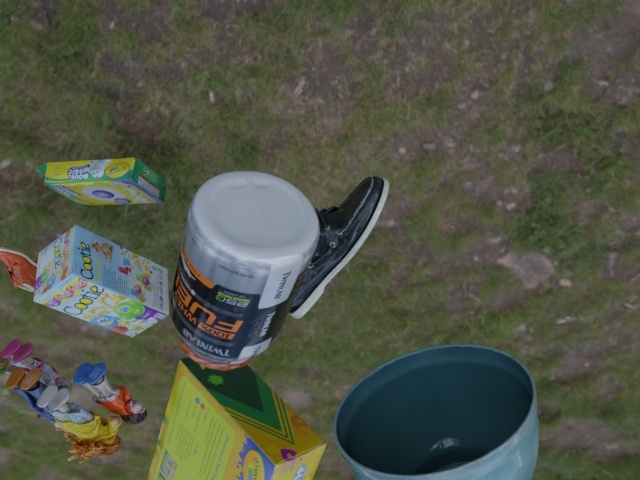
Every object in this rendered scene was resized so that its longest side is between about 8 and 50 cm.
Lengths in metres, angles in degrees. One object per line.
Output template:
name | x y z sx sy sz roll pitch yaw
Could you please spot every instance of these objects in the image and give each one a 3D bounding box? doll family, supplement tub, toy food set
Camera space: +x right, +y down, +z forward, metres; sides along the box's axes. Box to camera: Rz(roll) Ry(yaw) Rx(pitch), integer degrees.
doll family | -0.383 0.255 0.997 0.263 0.118 0.163 9 143 31
supplement tub | -0.131 0.060 1.045 0.194 0.193 0.316 10 136 -12
toy food set | -0.860 0.308 1.680 0.192 0.132 0.038 20 95 -9

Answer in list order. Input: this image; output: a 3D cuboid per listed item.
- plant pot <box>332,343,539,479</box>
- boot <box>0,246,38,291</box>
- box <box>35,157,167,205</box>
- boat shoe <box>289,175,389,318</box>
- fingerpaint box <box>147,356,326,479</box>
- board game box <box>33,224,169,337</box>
plant pot | 0.187 0.315 0.974 0.293 0.293 0.196 -14 110 15
boot | -0.777 0.073 1.692 0.059 0.084 0.158 2 154 31
box | -0.350 -0.091 1.052 0.179 0.043 0.105 1 164 17
boat shoe | 0.000 -0.002 1.289 0.113 0.127 0.340 30 116 -15
fingerpaint box | -0.219 0.545 1.572 0.163 0.371 0.444 -8 125 -46
board game box | -0.514 0.104 1.577 0.142 0.144 0.275 -31 139 24
